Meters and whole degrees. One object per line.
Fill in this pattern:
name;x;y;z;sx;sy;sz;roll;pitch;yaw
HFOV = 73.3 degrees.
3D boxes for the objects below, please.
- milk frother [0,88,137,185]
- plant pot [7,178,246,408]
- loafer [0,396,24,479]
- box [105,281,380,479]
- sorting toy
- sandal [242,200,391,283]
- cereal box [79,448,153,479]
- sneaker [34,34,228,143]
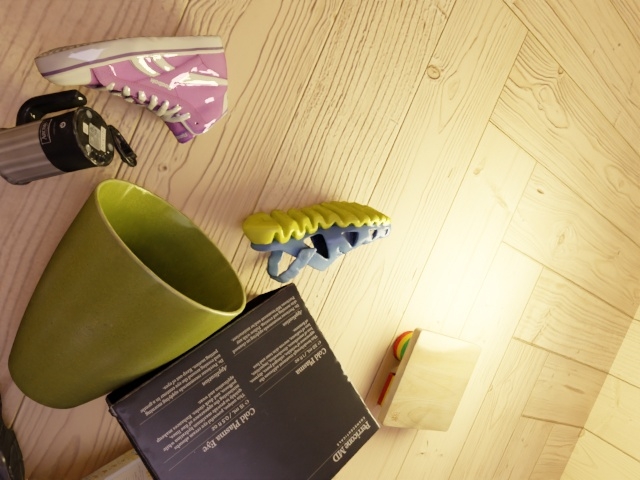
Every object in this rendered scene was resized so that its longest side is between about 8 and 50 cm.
milk frother;-0.369;-0.133;0.640;0.134;0.129;0.143;-10;146;8
plant pot;-0.315;0.107;0.661;0.293;0.275;0.274;-44;122;7
loafer;-0.539;0.284;0.650;0.095;0.109;0.303;-11;112;-23
box;-0.129;0.301;0.751;0.343;0.179;0.313;-32;93;-31
sorting toy;0.277;0.363;1.152;0.256;0.089;0.256;21;92;-32
sandal;0.000;0.000;0.880;0.316;0.126;0.139;-9;112;-19
cereal box;-0.360;0.483;0.769;0.240;0.047;0.173;-14;102;-54
sneaker;-0.253;-0.219;0.649;0.282;0.102;0.161;-24;121;-39
